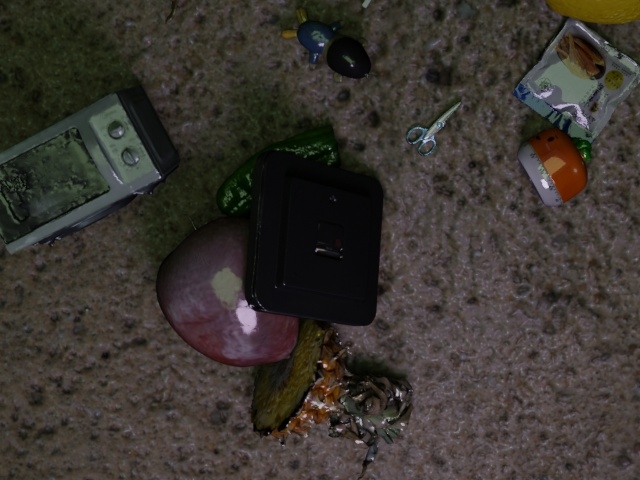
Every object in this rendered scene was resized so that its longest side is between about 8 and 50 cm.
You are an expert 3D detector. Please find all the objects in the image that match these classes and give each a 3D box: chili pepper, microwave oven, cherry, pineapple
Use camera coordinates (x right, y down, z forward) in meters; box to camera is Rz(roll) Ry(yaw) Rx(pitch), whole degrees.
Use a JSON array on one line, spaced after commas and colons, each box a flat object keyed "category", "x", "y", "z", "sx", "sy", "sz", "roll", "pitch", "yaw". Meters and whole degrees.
[{"category": "chili pepper", "x": -0.077, "y": -0.123, "z": 1.769, "sx": 0.253, "sy": 0.083, "sz": 0.099, "roll": -30, "pitch": 100, "yaw": 4}, {"category": "microwave oven", "x": -0.416, "y": -0.121, "z": 1.709, "sx": 0.295, "sy": 0.237, "sz": 0.181, "roll": -27, "pitch": 99, "yaw": 7}, {"category": "cherry", "x": -0.160, "y": 0.095, "z": 1.732, "sx": 0.307, "sy": 0.221, "sz": 0.261, "roll": 54, "pitch": 138, "yaw": -1}, {"category": "pineapple", "x": 0.046, "y": 0.289, "z": 1.799, "sx": 0.271, "sy": 0.262, "sz": 0.263, "roll": 28, "pitch": 103, "yaw": -23}]

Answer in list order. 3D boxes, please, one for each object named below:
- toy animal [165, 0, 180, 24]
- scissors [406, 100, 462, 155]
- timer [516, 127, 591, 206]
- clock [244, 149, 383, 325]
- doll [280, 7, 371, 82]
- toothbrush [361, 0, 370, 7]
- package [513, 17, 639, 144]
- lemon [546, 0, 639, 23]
[{"category": "toy animal", "x": -0.216, "y": -0.473, "z": 1.712, "sx": 0.086, "sy": 0.069, "sz": 0.220, "roll": 30, "pitch": 98, "yaw": 19}, {"category": "scissors", "x": 0.210, "y": -0.206, "z": 1.764, "sx": 0.119, "sy": 0.014, "sz": 0.058, "roll": -43, "pitch": 100, "yaw": 14}, {"category": "timer", "x": 0.419, "y": -0.135, "z": 1.721, "sx": 0.136, "sy": 0.099, "sz": 0.136, "roll": 1, "pitch": 114, "yaw": 2}, {"category": "clock", "x": 0.000, "y": 0.000, "z": 1.685, "sx": 0.278, "sy": 0.049, "sz": 0.274, "roll": 12, "pitch": 76, "yaw": -39}, {"category": "doll", "x": 0.019, "y": -0.337, "z": 1.719, "sx": 0.179, "sy": 0.089, "sz": 0.102, "roll": 41, "pitch": 102, "yaw": 19}, {"category": "toothbrush", "x": 0.133, "y": -0.487, "z": 1.709, "sx": 0.017, "sy": 0.014, "sz": 0.194, "roll": 37, "pitch": 102, "yaw": -5}, {"category": "package", "x": 0.455, "y": -0.277, "z": 1.726, "sx": 0.171, "sy": 0.027, "sz": 0.173, "roll": 35, "pitch": 99, "yaw": -4}, {"category": "lemon", "x": 0.468, "y": -0.464, "z": 1.584, "sx": 0.288, "sy": 0.233, "sz": 0.234, "roll": 6, "pitch": 102, "yaw": 6}]
